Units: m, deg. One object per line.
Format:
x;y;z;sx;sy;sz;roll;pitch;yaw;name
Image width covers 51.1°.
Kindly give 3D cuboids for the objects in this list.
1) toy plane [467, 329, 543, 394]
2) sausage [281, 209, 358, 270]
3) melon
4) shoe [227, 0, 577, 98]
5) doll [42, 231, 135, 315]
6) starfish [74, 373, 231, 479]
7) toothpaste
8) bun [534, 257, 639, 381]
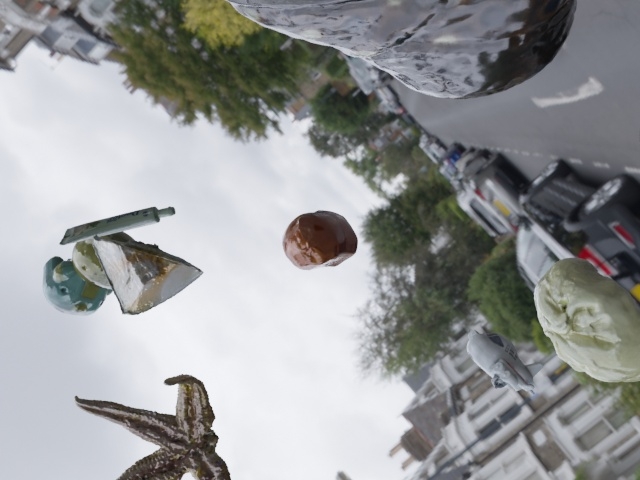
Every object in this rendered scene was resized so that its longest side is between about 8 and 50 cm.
0.496;0.328;1.816;0.252;0.118;0.252;39;-169;-9;toy plane
-0.001;-0.002;1.472;0.133;0.133;0.258;50;-159;13;sausage
-0.317;0.062;1.163;0.202;0.139;0.093;18;168;2;melon
0.080;-0.268;0.721;0.237;0.384;0.171;67;-153;-64;shoe
-0.560;0.071;1.670;0.177;0.261;0.161;30;-148;-42;doll
-0.318;0.461;1.446;0.132;0.384;0.398;-127;30;-72;starfish
-0.440;-0.035;1.455;0.067;0.255;0.037;-101;-3;-56;toothpaste
0.441;0.139;1.104;0.229;0.145;0.229;64;180;-1;bun
